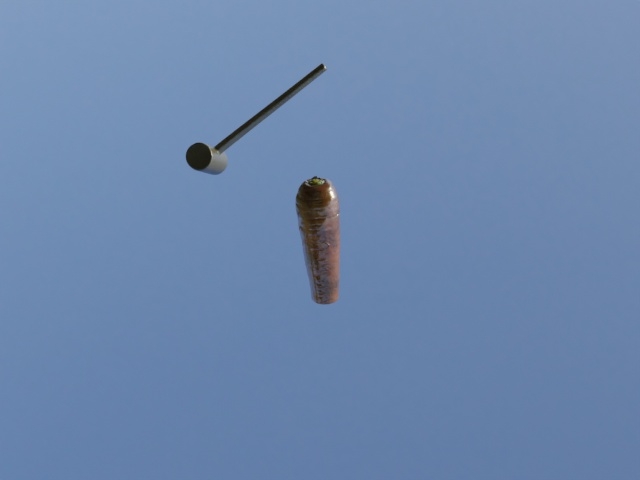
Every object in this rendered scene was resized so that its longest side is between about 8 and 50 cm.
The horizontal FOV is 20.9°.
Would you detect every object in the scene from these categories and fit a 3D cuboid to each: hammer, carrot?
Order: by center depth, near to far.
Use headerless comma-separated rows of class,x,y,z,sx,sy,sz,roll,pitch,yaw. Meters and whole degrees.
hammer,-0.041,-0.083,1.151,0.110,0.035,0.019,-39,-101,9
carrot,0.000,0.000,1.232,0.032,0.093,0.032,-3,-156,1
